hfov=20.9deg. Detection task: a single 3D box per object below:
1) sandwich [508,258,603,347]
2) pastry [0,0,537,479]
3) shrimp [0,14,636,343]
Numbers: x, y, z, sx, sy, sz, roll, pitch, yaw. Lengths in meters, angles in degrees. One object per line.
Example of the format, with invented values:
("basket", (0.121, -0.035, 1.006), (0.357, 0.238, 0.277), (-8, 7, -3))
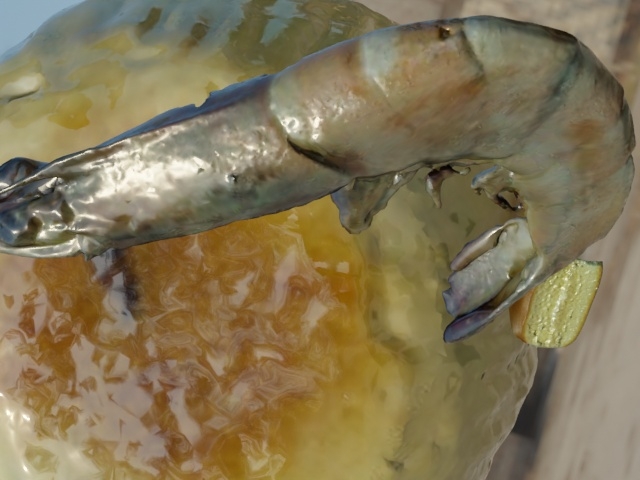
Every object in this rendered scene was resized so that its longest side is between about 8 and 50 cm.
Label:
("sandwich", (0.107, 0.029, 0.812), (0.083, 0.030, 0.044), (141, 137, -82))
("pastry", (-0.061, 0.041, 1.000), (0.312, 0.388, 0.389), (-29, -45, -78))
("shrimp", (0.000, -0.003, 0.513), (0.148, 0.195, 0.035), (52, -153, -58))
